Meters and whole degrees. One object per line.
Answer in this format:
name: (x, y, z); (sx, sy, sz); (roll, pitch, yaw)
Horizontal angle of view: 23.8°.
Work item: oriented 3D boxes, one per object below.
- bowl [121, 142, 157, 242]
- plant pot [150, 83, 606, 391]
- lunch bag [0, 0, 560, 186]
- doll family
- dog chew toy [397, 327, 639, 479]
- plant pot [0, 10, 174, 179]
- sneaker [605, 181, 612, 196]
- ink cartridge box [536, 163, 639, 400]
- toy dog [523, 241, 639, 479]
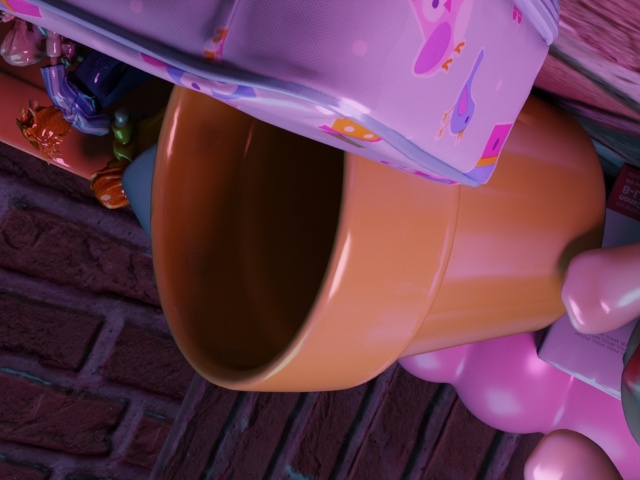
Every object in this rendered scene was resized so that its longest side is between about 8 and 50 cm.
bowl: (0.000, 0.000, 1.261); (0.311, 0.163, 0.311); (-10, 167, -2)
plant pot: (0.048, -0.024, 0.999); (0.239, 0.254, 0.254); (6, -169, -32)
lunch bag: (-0.050, -0.119, 0.611); (0.279, 0.108, 0.224); (26, -175, 22)
doll family: (-0.176, -0.121, 1.333); (0.263, 0.163, 0.118); (49, -178, -35)
dog chew toy: (0.215, 0.099, 1.430); (0.331, 0.207, 0.206); (18, -178, 0)
plant pot: (-0.251, -0.185, 1.551); (0.291, 0.203, 0.291); (24, -179, 0)
sneaker: (0.247, -0.030, 1.429); (0.235, 0.090, 0.095); (15, 178, -36)
ink cartridge box: (0.271, 0.045, 1.267); (0.127, 0.176, 0.128); (24, -179, 8)
toy dog: (0.326, 0.100, 0.945); (0.395, 0.285, 0.408); (-3, -177, -3)
